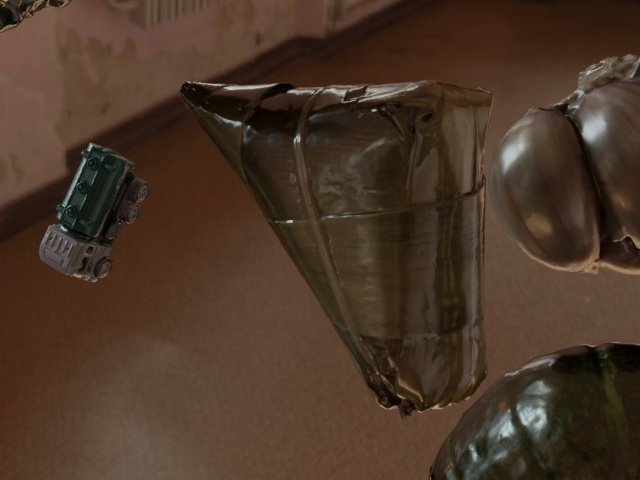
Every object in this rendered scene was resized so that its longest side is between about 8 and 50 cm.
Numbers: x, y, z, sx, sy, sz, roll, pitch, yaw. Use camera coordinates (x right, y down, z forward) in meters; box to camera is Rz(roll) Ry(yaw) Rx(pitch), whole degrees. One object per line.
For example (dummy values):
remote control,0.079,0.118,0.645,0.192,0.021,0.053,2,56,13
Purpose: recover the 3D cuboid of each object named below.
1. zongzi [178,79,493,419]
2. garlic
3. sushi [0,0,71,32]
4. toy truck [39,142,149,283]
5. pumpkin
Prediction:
zongzi,0.000,0.000,0.571,0.176,0.160,0.078,4,7,33
garlic,0.266,-0.062,0.995,0.214,0.191,0.160,-29,-1,-43
sushi,-0.213,-0.287,0.625,0.178,0.352,0.294,-17,47,-19
toy truck,-0.140,-0.017,0.700,0.039,0.083,0.044,28,6,22
pumpkin,0.239,0.229,0.971,0.320,0.320,0.192,3,34,-4
